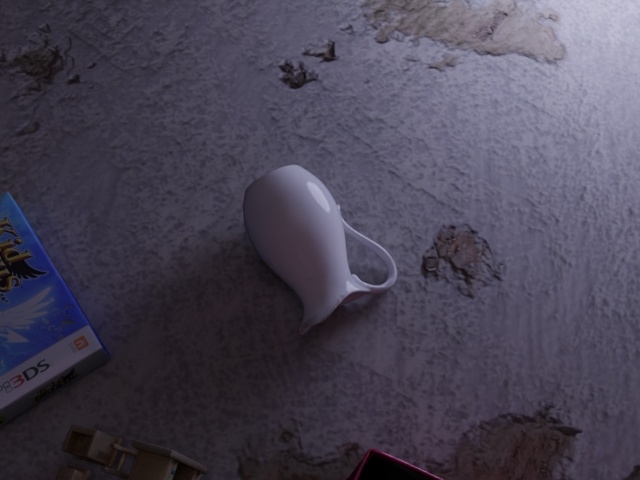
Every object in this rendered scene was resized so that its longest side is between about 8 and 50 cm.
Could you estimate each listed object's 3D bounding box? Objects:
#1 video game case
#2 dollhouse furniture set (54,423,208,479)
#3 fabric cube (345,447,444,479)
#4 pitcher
[{"bbox_3d":[-0.447,0.105,0.996,0.244,0.061,0.270,-32,72,-17],"label":"video game case"},{"bbox_3d":[-0.246,0.332,0.914,0.160,0.101,0.182,6,65,26],"label":"dollhouse furniture set"},{"bbox_3d":[0.103,0.399,0.797,0.259,0.258,0.254,23,67,7],"label":"fabric cube"},{"bbox_3d":[0.000,0.000,1.047,0.177,0.125,0.207,-21,79,-34],"label":"pitcher"}]
